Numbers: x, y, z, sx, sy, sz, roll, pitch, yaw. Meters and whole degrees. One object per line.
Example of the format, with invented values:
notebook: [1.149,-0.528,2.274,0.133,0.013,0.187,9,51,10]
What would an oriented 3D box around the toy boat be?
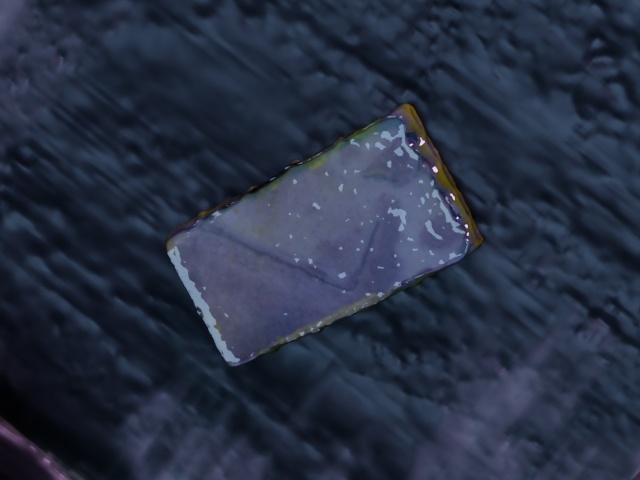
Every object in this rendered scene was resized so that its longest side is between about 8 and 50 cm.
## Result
toy boat: [0.000,0.000,0.736,0.115,0.016,0.063,-27,94,23]
